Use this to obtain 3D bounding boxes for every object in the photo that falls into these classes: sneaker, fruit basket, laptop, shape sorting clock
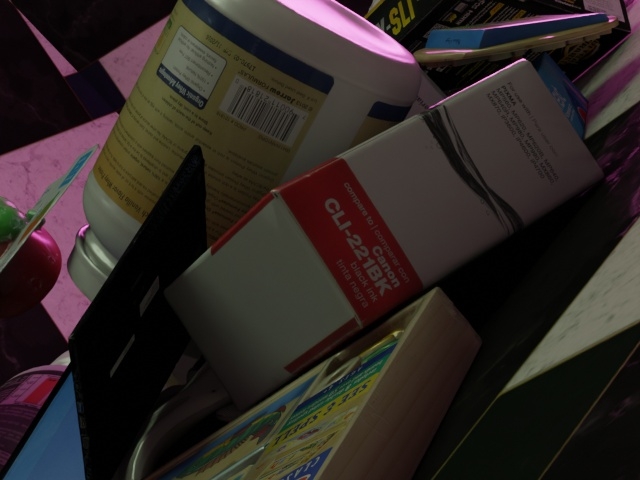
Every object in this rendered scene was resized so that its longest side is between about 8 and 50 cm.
[{"bbox_3d":[-0.051,0.133,1.294,0.330,0.122,0.146,-45,20,-27],"label":"sneaker"},{"bbox_3d":[-0.357,0.056,1.562,0.353,0.165,0.327,-60,12,-13],"label":"fruit basket"},{"bbox_3d":[-0.187,0.083,1.245,0.234,0.136,0.264,-64,-19,-47],"label":"laptop"},{"bbox_3d":[0.195,-0.199,1.601,0.206,0.040,0.206,-7,9,1],"label":"shape sorting clock"}]

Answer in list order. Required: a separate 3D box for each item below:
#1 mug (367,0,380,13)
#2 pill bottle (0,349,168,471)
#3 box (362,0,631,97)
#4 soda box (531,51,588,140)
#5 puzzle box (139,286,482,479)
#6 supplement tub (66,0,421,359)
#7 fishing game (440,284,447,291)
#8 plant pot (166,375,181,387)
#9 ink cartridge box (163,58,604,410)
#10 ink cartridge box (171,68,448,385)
[{"bbox_3d":[0.247,-0.313,2.231,0.374,0.276,0.328,3,44,42],"label":"mug"},{"bbox_3d":[-0.297,0.257,1.691,0.210,0.210,0.363,-42,4,28],"label":"pill bottle"},{"bbox_3d":[0.166,-0.217,1.912,0.257,0.079,0.322,9,-34,-33],"label":"box"},{"bbox_3d":[0.210,-0.122,1.545,0.067,0.071,0.210,-40,4,18],"label":"soda box"},{"bbox_3d":[-0.096,0.197,1.011,0.409,0.052,0.272,-35,8,27],"label":"puzzle box"},{"bbox_3d":[-0.075,-0.071,1.444,0.316,0.228,0.228,-60,-1,14],"label":"supplement tub"},{"bbox_3d":[0.076,-0.043,1.453,0.189,0.041,0.264,-49,31,4],"label":"fishing game"},{"bbox_3d":[-0.221,0.128,2.512,0.274,0.256,0.256,-61,5,-6],"label":"plant pot"},{"bbox_3d":[0.049,-0.006,1.195,0.273,0.114,0.197,-30,-5,-36],"label":"ink cartridge box"},{"bbox_3d":[0.000,0.000,1.722,0.395,0.166,0.285,-43,3,4],"label":"ink cartridge box"}]
